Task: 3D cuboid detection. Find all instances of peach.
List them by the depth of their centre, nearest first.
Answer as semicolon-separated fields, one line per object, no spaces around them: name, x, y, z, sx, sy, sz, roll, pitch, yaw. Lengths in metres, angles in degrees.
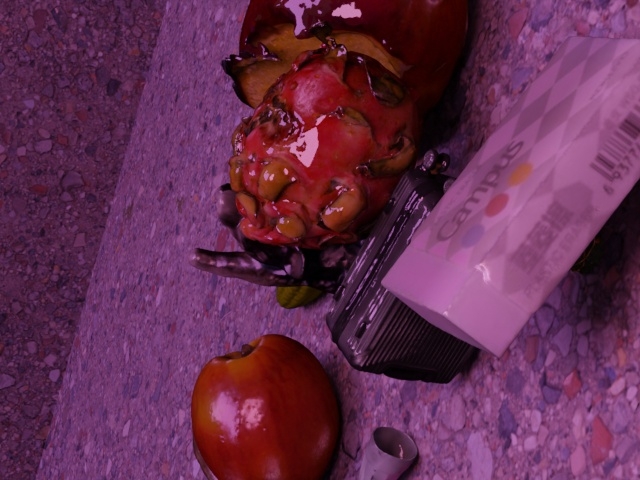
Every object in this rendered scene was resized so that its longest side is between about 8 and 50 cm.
peach;0.044;-0.304;1.941;0.416;0.339;0.353;-59;4;32
peach;-0.086;0.297;2.047;0.281;0.238;0.281;-21;-90;-87

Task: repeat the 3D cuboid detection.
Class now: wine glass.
wine glass;0.084;0.353;1.851;0.073;0.073;0.155;-112;37;-51

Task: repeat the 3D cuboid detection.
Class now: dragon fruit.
dragon fruit;0.005;-0.112;1.692;0.291;0.250;0.269;-55;7;-32

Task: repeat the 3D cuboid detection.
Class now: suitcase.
suitcase;0.154;0.043;1.671;0.312;0.202;0.128;-62;35;24

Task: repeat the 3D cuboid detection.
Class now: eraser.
eraser;0.254;-0.063;1.452;0.397;0.082;0.213;-52;24;-7

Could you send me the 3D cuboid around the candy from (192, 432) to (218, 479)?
candy;-0.138;0.404;2.179;0.102;0.104;0.234;-39;65;8

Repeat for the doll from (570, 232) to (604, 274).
doll;0.281;-0.004;1.527;0.077;0.113;0.078;-106;34;-46

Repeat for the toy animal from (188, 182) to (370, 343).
toy animal;0.000;0.000;1.905;0.302;0.344;0.194;-29;41;60

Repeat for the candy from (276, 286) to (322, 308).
candy;-0.026;0.056;2.202;0.209;0.096;0.097;122;149;-47
